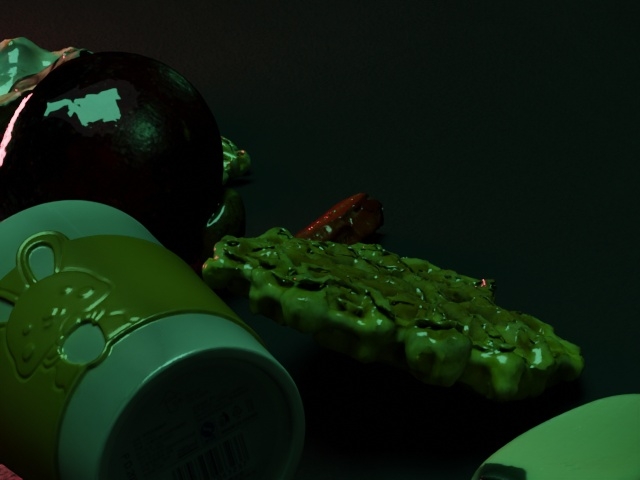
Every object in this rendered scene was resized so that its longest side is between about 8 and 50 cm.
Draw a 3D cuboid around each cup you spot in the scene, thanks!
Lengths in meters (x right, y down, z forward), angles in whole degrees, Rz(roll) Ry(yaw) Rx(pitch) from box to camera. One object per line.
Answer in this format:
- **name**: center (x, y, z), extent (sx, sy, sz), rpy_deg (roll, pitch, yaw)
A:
- **cup**: center (-0.145, 0.112, 1.216), extent (0.241, 0.185, 0.226), rpy_deg (-48, 38, -10)

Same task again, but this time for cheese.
- **cheese**: center (0.200, 0.121, 1.187), extent (0.127, 0.054, 0.251), rpy_deg (8, 26, 38)

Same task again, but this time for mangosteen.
- **mangosteen**: center (-0.161, -0.044, 1.562), extent (0.216, 0.216, 0.216), rpy_deg (-7, 21, 3)

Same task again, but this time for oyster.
- **oyster**: center (-0.346, -0.151, 2.038), extent (0.237, 0.115, 0.351), rpy_deg (6, 29, 13)

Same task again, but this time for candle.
- **candle**: center (0.000, 0.000, 1.586), extent (0.053, 0.048, 0.162), rpy_deg (23, 33, 24)

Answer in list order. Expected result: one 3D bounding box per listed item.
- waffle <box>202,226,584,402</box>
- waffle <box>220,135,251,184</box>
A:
- **waffle**: center (0.059, 0.048, 1.336), extent (0.291, 0.051, 0.291), rpy_deg (18, 9, -3)
- **waffle**: center (-0.161, -0.072, 1.853), extent (0.169, 0.036, 0.183), rpy_deg (-15, 24, -25)
